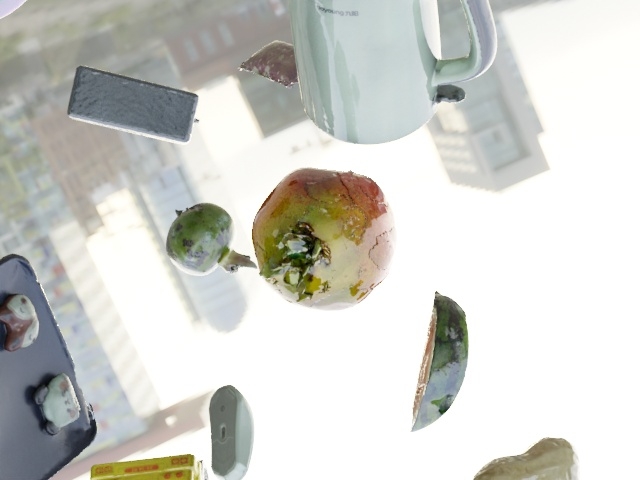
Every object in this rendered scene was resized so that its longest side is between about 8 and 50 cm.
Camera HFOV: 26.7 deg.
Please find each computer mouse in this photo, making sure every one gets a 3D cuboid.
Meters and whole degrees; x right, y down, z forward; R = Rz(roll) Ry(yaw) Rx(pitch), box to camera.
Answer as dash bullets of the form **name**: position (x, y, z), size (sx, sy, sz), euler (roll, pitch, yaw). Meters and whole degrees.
- **computer mouse**: position (-0.148, 0.341, 2.326), size (0.056, 0.181, 0.089), euler (13, 156, -38)

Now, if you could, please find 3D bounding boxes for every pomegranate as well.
- **pomegranate**: position (-0.172, 0.009, 2.131), size (0.122, 0.161, 0.122), euler (-56, 180, -1)
- **pomegranate**: position (0.000, 0.000, 1.868), size (0.210, 0.210, 0.235), euler (-19, -174, 27)

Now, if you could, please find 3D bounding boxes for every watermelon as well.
- **watermelon**: position (0.194, 0.203, 2.251), size (0.063, 0.245, 0.119), euler (11, 173, -18)

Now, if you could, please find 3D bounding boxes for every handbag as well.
- **handbag**: position (-0.459, 0.210, 1.763), size (0.122, 0.303, 0.329), euler (-8, -158, 31)

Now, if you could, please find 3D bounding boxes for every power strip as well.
- **power strip**: position (-0.362, -0.262, 2.646), size (0.257, 0.105, 0.070), euler (13, 180, -7)

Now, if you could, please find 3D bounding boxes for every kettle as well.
- **kettle**: position (0.074, -0.241, 1.455), size (0.240, 0.255, 0.165), euler (13, -124, 16)

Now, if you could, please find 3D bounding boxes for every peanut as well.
- **peanut**: position (0.340, 0.404, 2.230), size (0.257, 0.123, 0.124), euler (-15, -178, -39)

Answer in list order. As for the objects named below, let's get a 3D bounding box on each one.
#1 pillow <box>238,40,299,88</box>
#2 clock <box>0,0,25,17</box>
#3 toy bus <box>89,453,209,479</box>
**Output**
- **pillow**: position (-0.070, -0.338, 2.545), size (0.118, 0.043, 0.185), euler (-36, -147, -26)
- **clock**: position (-0.553, -0.348, 1.811), size (0.339, 0.102, 0.338), euler (-15, 161, -5)
- **toy bus**: position (-0.186, 0.410, 1.666), size (0.144, 0.330, 0.152), euler (-8, -139, 3)
